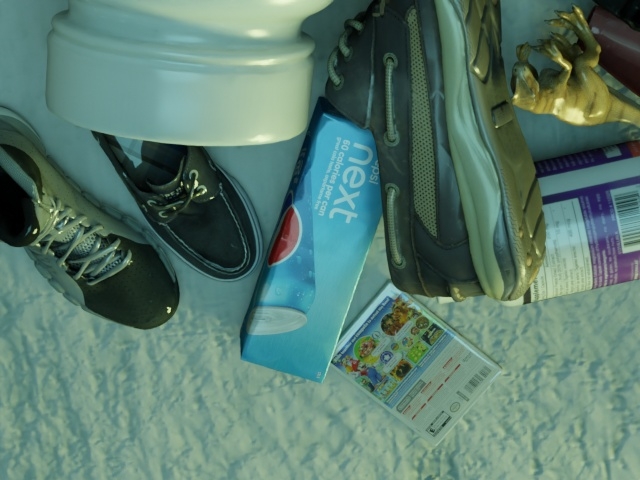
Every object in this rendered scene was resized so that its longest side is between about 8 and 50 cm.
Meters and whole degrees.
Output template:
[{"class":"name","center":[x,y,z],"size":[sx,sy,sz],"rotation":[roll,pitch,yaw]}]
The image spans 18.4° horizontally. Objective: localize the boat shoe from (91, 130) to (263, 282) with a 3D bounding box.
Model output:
[{"class":"boat shoe","center":[-0.120,-0.057,1.525],"size":[0.080,0.076,0.228],"rotation":[-29,105,6]}]

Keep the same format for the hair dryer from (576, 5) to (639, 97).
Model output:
[{"class":"hair dryer","center":[0.329,-0.146,1.469],"size":[0.293,0.080,0.223],"rotation":[3,142,33]}]

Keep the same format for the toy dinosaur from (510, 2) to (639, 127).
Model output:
[{"class":"toy dinosaur","center":[0.201,-0.110,1.484],"size":[0.211,0.112,0.064],"rotation":[8,150,-39]}]

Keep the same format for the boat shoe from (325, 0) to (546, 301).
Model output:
[{"class":"boat shoe","center":[0.065,-0.122,1.426],"size":[0.130,0.132,0.355],"rotation":[-11,92,18]}]

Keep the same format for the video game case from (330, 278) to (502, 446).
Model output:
[{"class":"video game case","center":[0.075,0.100,1.611],"size":[0.122,0.011,0.087],"rotation":[38,101,-12]}]

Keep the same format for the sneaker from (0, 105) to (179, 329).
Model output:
[{"class":"sneaker","center":[-0.203,0.001,1.508],"size":[0.228,0.132,0.086],"rotation":[43,100,-12]}]

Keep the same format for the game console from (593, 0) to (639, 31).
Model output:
[{"class":"game console","center":[0.264,-0.299,1.362],"size":[0.250,0.173,0.293],"rotation":[38,95,15]}]

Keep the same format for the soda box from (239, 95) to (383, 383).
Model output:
[{"class":"soda box","center":[0.000,0.000,1.552],"size":[0.071,0.067,0.210],"rotation":[17,103,-7]}]

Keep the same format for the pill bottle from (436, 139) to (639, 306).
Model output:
[{"class":"pill bottle","center":[0.177,-0.009,1.536],"size":[0.193,0.108,0.108],"rotation":[-12,106,1]}]

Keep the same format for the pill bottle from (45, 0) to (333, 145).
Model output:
[{"class":"pill bottle","center":[-0.082,-0.275,1.353],"size":[0.224,0.224,0.392],"rotation":[5,105,-4]}]
